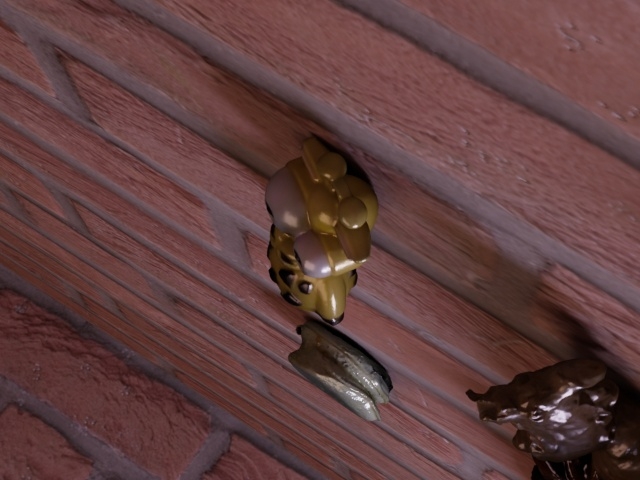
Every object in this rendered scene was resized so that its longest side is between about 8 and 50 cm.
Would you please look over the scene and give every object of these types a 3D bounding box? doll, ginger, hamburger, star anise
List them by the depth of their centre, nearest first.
[{"bbox_3d":[-0.001,0.000,1.283,0.117,0.086,0.291,63,170,9],"label":"doll"},{"bbox_3d":[0.227,0.163,1.290,0.290,0.122,0.084,34,-147,-51],"label":"ginger"},{"bbox_3d":[0.269,0.227,1.514,0.168,0.057,0.168,34,168,8],"label":"star anise"},{"bbox_3d":[0.026,0.159,1.871,0.133,0.062,0.140,26,168,48],"label":"hamburger"}]

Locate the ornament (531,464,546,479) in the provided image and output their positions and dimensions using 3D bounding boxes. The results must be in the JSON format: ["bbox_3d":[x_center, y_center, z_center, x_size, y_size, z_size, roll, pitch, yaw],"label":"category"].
[{"bbox_3d":[0.280,0.364,1.802,0.260,0.106,0.251,61,-169,-15],"label":"ornament"}]
